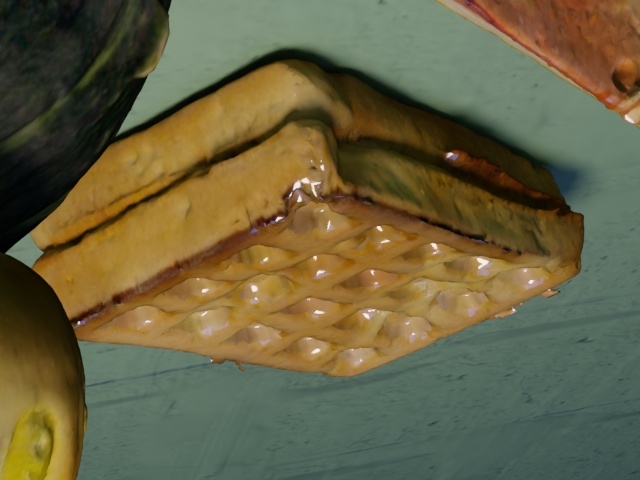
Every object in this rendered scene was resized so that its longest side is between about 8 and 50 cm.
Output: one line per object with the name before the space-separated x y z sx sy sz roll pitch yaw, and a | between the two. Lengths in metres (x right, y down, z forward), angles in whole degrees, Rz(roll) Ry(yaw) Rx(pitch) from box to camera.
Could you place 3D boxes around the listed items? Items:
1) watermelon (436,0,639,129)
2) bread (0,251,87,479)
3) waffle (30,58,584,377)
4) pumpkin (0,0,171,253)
watermelon | 0.049 -0.168 0.702 0.303 0.159 0.128 35 96 -39
bread | -0.168 0.065 0.514 0.213 0.105 0.213 -13 169 -3
waffle | 0.000 0.000 1.146 0.224 0.098 0.327 -25 159 28
pumpkin | -0.200 -0.095 0.564 0.323 0.241 0.323 -10 164 -3
